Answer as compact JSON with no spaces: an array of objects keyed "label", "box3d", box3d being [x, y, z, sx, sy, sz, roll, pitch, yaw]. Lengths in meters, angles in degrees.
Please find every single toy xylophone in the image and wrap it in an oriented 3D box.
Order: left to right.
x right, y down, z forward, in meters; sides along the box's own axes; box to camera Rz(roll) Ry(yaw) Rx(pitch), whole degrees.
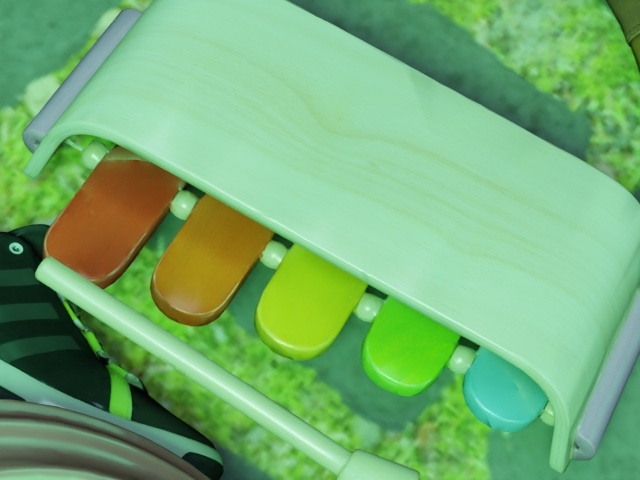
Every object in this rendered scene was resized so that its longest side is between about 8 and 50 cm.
[{"label":"toy xylophone","box3d":[0.000,0.000,0.762,0.323,0.081,0.236,36,58,9]}]

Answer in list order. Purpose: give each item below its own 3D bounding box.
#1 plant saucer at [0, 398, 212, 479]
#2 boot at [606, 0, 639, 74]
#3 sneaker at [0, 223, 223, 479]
[{"label":"plant saucer","box3d":[-0.111,0.215,0.598,0.332,0.084,0.332,12,66,-28]},{"label":"boot","box3d":[0.278,-0.103,0.826,0.264,0.096,0.280,-10,75,-7]},{"label":"sneaker","box3d":[-0.140,0.037,0.764,0.235,0.084,0.097,27,71,4]}]
